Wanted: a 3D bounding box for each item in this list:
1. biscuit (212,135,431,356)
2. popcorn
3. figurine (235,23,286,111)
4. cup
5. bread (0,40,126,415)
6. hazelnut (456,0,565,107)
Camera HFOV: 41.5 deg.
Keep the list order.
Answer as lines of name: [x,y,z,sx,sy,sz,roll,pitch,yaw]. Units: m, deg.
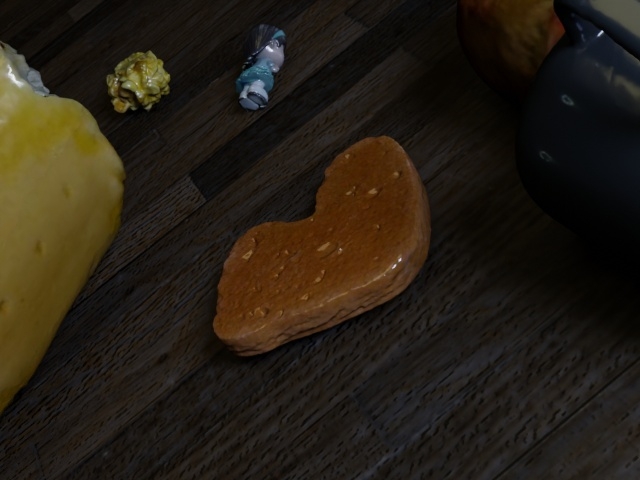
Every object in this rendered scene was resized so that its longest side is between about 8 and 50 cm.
biscuit: [0.000,0.000,0.703,0.192,0.036,0.186,-24,40,15]
popcorn: [-0.223,-0.190,1.023,0.082,0.057,0.083,22,70,47]
figurine: [-0.067,-0.189,0.926,0.060,0.047,0.106,-44,30,55]
cup: [0.207,-0.063,0.482,0.169,0.223,0.176,-46,48,9]
bread: [-0.385,0.040,0.785,0.361,0.250,0.394,0,56,38]
hazelnut: [0.195,-0.181,0.651,0.178,0.178,0.204,-28,40,10]
